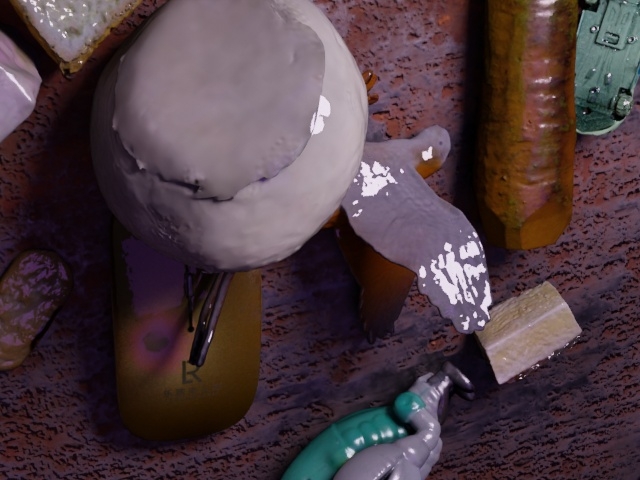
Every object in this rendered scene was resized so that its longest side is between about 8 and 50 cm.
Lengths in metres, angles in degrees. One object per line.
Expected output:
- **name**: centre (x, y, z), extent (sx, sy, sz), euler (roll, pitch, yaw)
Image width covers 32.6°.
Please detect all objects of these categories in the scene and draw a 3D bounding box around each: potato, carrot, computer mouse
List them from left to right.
- **computer mouse**: centre (-0.145, 0.078, 1.169), extent (0.158, 0.072, 0.310), euler (-4, 109, -17)
- **carrot**: centre (0.222, -0.141, 1.184), extent (0.114, 0.114, 0.302), euler (-5, 106, -15)
- **potato**: centre (0.242, 0.106, 1.289), extent (0.122, 0.086, 0.061), euler (-32, 117, 2)

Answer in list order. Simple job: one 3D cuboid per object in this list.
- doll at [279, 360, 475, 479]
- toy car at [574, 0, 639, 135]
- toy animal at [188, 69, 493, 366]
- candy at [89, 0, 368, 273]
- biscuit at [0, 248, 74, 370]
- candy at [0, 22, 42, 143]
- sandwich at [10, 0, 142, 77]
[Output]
- **doll**: centre (0.071, 0.255, 1.246), extent (0.258, 0.153, 0.195), euler (-50, 152, 17)
- **toy car**: centre (0.319, -0.208, 1.213), extent (0.093, 0.058, 0.186), euler (22, 107, 23)
- **toy animal**: centre (0.002, -0.023, 1.149), extent (0.284, 0.225, 0.302), euler (0, 86, -18)
- **candy**: centre (-0.085, -0.106, 1.032), extent (0.295, 0.295, 0.185), euler (-42, 149, 1)
- **biscuit**: centre (-0.314, 0.074, 1.144), extent (0.071, 0.018, 0.147), euler (32, 98, -22)
- **candy**: centre (-0.341, -0.134, 0.969), extent (0.185, 0.195, 0.137), euler (-44, 113, 6)
- **sandwich**: centre (-0.209, -0.331, 0.991), extent (0.273, 0.095, 0.249), euler (-40, 113, 0)
